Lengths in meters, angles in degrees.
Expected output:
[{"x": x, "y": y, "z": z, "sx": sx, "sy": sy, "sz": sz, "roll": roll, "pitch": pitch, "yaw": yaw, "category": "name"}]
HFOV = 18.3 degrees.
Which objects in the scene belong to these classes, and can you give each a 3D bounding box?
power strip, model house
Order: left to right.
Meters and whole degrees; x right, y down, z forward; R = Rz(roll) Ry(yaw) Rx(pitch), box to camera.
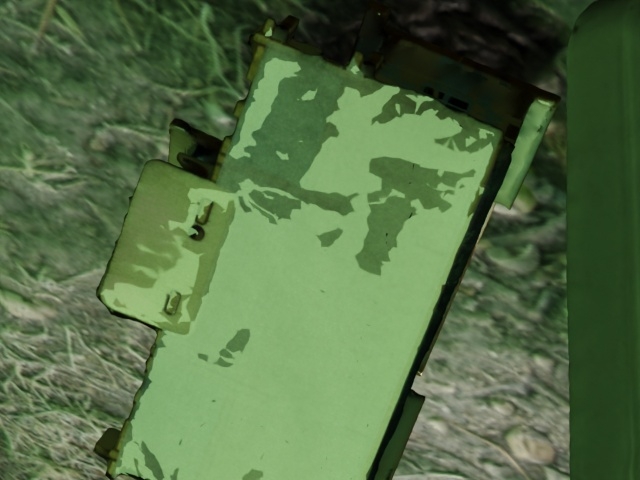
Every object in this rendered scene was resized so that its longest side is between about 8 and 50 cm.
[{"x": 0.000, "y": 0.000, "z": 1.002, "sx": 0.178, "sy": 0.206, "sz": 0.271, "roll": 21, "pitch": 110, "yaw": 6, "category": "model house"}, {"x": 0.214, "y": 0.017, "z": 0.858, "sx": 0.261, "sy": 0.230, "sz": 0.141, "roll": 5, "pitch": 171, "yaw": -33, "category": "power strip"}]
